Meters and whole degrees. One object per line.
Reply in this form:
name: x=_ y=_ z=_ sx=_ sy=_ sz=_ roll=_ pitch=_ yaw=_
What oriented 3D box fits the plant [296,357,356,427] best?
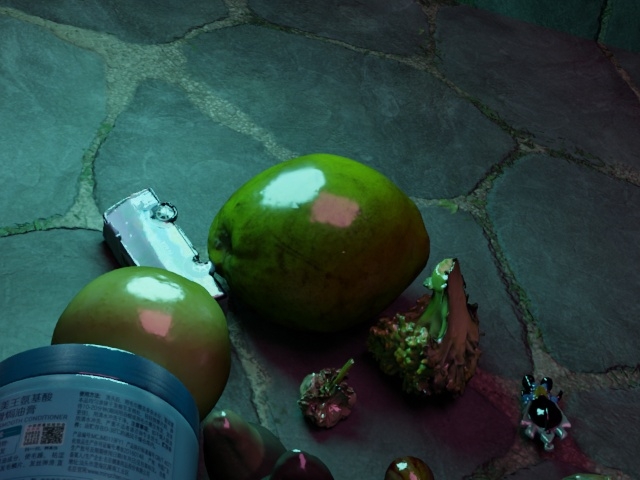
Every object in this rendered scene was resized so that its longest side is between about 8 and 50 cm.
plant: x=0.022 y=0.264 z=1.870 sx=0.104 sy=0.122 sz=0.116 roll=36 pitch=33 yaw=1

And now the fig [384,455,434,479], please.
fig: x=0.158 y=0.418 z=1.757 sx=0.089 sy=0.088 sz=0.125 roll=2 pitch=25 yaw=-22

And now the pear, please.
pear: x=0.000 y=0.000 z=2.007 sx=0.414 sy=0.352 sz=0.352 roll=-7 pitch=46 yaw=-17

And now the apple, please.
apple: x=-0.284 y=0.182 z=1.719 sx=0.292 sy=0.292 sz=0.254 roll=28 pitch=35 yaw=8

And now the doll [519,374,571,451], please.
doll: x=0.423 y=0.329 z=2.011 sx=0.096 sy=0.070 sz=0.195 roll=3 pitch=33 yaw=2

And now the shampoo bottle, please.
shampoo bottle: x=-0.333 y=0.371 z=1.413 sx=0.331 sy=0.331 sz=0.342 roll=11 pitch=40 yaw=-12

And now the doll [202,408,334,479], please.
doll: x=-0.091 y=0.401 z=1.506 sx=0.379 sy=0.382 sz=0.252 roll=33 pitch=68 yaw=34

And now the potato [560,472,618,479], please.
potato: x=0.552 y=0.476 z=1.794 sx=0.190 sy=0.211 sz=0.264 roll=-4 pitch=41 yaw=-26

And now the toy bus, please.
toy bus: x=-0.297 y=0.043 z=1.993 sx=0.138 sy=0.112 sz=0.317 roll=-22 pitch=54 yaw=-28

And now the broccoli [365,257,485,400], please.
broccoli: x=0.186 y=0.159 z=1.988 sx=0.180 sy=0.273 sz=0.242 roll=4 pitch=26 yaw=34
